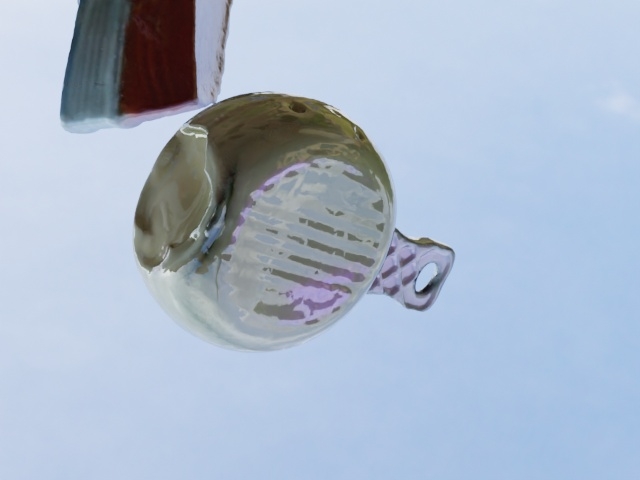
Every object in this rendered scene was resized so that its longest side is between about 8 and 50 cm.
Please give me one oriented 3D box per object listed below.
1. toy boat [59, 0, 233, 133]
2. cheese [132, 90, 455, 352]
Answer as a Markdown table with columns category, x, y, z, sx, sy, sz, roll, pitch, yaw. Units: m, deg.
| category | x | y | z | sx | sy | sz | roll | pitch | yaw |
| --- | --- | --- | --- | --- | --- | --- | --- | --- | --- |
| toy boat | -0.136 | -0.197 | 1.342 | 0.133 | 0.145 | 0.332 | -1 | -132 | 6 |
| cheese | 0.000 | 0.000 | 0.998 | 0.064 | 0.137 | 0.227 | 34 | -169 | 40 |
